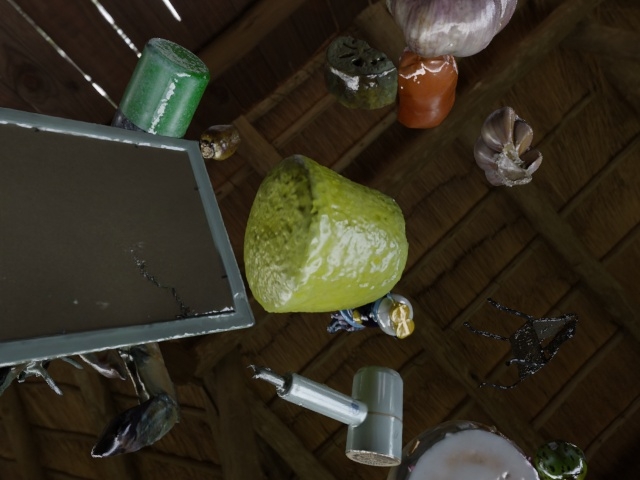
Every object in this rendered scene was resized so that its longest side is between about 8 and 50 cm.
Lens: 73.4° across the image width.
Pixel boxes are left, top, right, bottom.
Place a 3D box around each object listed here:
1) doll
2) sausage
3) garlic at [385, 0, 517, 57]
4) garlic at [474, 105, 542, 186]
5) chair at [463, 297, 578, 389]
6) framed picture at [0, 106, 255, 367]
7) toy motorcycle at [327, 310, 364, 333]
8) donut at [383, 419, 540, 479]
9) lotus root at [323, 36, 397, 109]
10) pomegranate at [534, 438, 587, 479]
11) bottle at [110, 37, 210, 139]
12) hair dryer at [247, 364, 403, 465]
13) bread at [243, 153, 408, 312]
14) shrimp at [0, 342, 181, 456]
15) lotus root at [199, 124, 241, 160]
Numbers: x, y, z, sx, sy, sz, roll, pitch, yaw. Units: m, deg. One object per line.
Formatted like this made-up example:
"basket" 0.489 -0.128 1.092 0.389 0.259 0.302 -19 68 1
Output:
"doll" 0.130 0.172 1.179 0.141 0.177 0.314 -27 -161 -20
"sausage" 0.225 -0.326 0.919 0.133 0.258 0.133 -2 -104 9
"garlic" 0.147 -0.280 0.485 0.147 0.102 0.159 19 -122 7
"garlic" 0.515 -0.262 1.220 0.160 0.214 0.191 -30 -163 45
"chair" 0.421 0.211 0.874 0.213 0.174 0.149 4 -130 -10
"framed picture" -0.209 -0.013 0.357 0.018 0.293 0.231 -40 -118 38
"toy motorcycle" 0.113 0.270 1.550 0.082 0.213 0.122 27 -67 40
"donut" 0.304 0.578 0.911 0.383 0.142 0.382 4 -109 -12
"lotus root" 0.098 -0.462 1.198 0.138 0.119 0.235 -42 -116 -15
"pomegranate" 0.601 0.568 1.056 0.122 0.122 0.161 -25 -150 9
"bottle" -0.269 -0.123 0.628 0.330 0.093 0.093 -51 -136 28
"hair dryer" 0.018 0.289 0.807 0.108 0.357 0.173 -32 -143 40
"bread" 0.000 0.000 0.978 0.348 0.308 0.347 -23 -119 52
"shrimp" -0.262 0.138 0.463 0.085 0.272 0.445 -39 -174 -7
"lotus root" -0.310 -0.330 1.391 0.095 0.108 0.190 -17 -156 35
